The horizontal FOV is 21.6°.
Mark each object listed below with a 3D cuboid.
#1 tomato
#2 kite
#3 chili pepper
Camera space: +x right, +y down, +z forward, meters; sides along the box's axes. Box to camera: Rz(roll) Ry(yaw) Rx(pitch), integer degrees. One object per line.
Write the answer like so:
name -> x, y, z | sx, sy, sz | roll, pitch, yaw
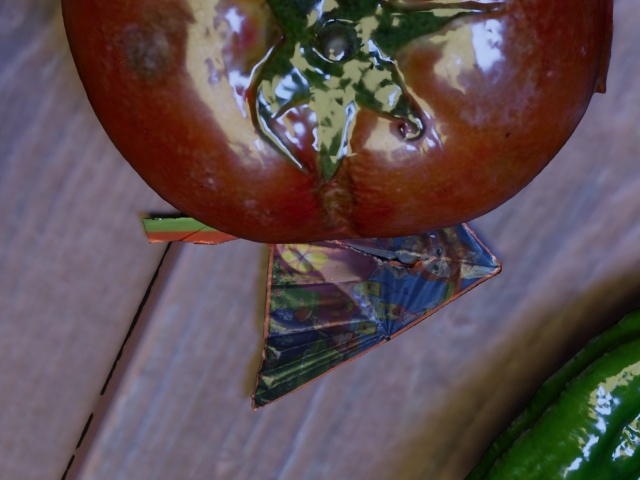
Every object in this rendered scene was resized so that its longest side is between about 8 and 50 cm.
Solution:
tomato -> 0.005, -0.088, 0.633 | 0.225, 0.085, 0.225 | 3, 114, 7
kite -> 0.000, 0.000, 0.729 | 0.159, 0.010, 0.190 | 9, 118, 4
chili pepper -> 0.146, 0.076, 0.708 | 0.099, 0.083, 0.253 | 43, 114, -16
